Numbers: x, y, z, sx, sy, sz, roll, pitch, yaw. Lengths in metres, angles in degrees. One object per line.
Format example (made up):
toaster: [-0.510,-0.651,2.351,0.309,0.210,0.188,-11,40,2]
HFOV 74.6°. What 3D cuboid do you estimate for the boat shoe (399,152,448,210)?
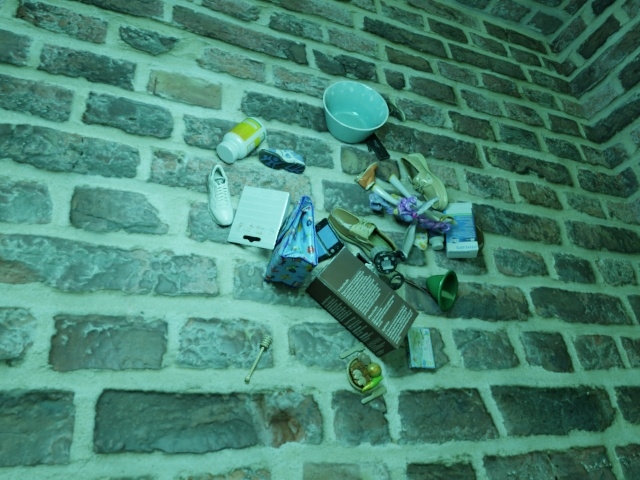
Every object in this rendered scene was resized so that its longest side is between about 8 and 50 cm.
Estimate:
boat shoe: [0.488,-0.277,2.016,0.110,0.121,0.340,-10,57,-24]

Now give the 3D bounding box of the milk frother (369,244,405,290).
milk frother: [0.258,0.104,1.622,0.129,0.134,0.143,8,102,-3]

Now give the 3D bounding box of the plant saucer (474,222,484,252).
plant saucer: [0.714,-0.031,2.021,0.199,0.036,0.198,10,59,-18]

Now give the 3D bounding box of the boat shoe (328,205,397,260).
boat shoe: [0.185,-0.035,1.734,0.324,0.120,0.122,37,54,-1]

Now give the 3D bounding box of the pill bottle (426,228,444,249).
pill bottle: [0.524,-0.020,1.910,0.067,0.067,0.120,9,59,-20]

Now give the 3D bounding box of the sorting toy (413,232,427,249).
sorting toy: [0.438,-0.006,1.887,0.075,0.044,0.083,7,58,2]

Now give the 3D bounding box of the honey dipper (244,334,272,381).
honey dipper: [-0.205,0.388,1.380,0.031,0.030,0.160,29,58,-7]

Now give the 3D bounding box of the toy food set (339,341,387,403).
toy food set: [0.156,0.465,1.490,0.133,0.038,0.191,-18,71,-31]

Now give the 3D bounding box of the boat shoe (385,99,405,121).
boat shoe: [0.394,-0.686,2.238,0.049,0.056,0.152,-19,62,-26]

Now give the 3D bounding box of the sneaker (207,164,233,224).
sneaker: [-0.377,-0.169,1.576,0.090,0.095,0.234,-8,68,-29]

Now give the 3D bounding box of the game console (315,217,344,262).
game console: [0.000,0.000,1.658,0.085,0.124,0.144,-12,66,-58]

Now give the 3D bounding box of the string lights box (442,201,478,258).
string lights box: [0.641,-0.049,1.939,0.134,0.076,0.259,-2,59,11]

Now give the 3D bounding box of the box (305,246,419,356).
box: [0.153,0.228,1.561,0.381,0.143,0.191,44,52,2]

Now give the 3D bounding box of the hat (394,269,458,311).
hat: [0.462,0.189,1.793,0.173,0.184,0.208,-51,131,-29]

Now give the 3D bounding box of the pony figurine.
pony figurine: [0.388,-0.122,1.799,0.364,0.302,0.351,35,37,17]

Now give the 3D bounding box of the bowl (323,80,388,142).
bowl: [0.145,-0.584,1.986,0.312,0.163,0.311,7,60,-12]

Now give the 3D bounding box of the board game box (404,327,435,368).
board game box: [0.382,0.416,1.626,0.104,0.026,0.154,9,59,-19]

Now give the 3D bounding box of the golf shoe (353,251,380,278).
golf shoe: [0.187,0.126,1.667,0.186,0.086,0.067,44,54,2]

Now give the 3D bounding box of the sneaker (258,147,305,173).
sneaker: [-0.166,-0.350,1.789,0.211,0.080,0.081,15,51,-27]

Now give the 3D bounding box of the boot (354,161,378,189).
boot: [0.231,-0.299,1.946,0.085,0.059,0.158,43,63,-1]

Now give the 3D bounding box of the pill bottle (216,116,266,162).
pill bottle: [-0.325,-0.407,1.718,0.118,0.117,0.208,38,54,-1]

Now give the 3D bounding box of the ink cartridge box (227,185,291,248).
ink cartridge box: [-0.228,-0.084,1.585,0.189,0.066,0.232,10,77,12]

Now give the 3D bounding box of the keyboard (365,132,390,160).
keyboard: [0.262,-0.471,2.075,0.108,0.023,0.180,-19,71,-38]

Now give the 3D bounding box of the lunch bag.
lunch bag: [-0.093,-0.008,1.533,0.138,0.221,0.293,16,57,-16]
